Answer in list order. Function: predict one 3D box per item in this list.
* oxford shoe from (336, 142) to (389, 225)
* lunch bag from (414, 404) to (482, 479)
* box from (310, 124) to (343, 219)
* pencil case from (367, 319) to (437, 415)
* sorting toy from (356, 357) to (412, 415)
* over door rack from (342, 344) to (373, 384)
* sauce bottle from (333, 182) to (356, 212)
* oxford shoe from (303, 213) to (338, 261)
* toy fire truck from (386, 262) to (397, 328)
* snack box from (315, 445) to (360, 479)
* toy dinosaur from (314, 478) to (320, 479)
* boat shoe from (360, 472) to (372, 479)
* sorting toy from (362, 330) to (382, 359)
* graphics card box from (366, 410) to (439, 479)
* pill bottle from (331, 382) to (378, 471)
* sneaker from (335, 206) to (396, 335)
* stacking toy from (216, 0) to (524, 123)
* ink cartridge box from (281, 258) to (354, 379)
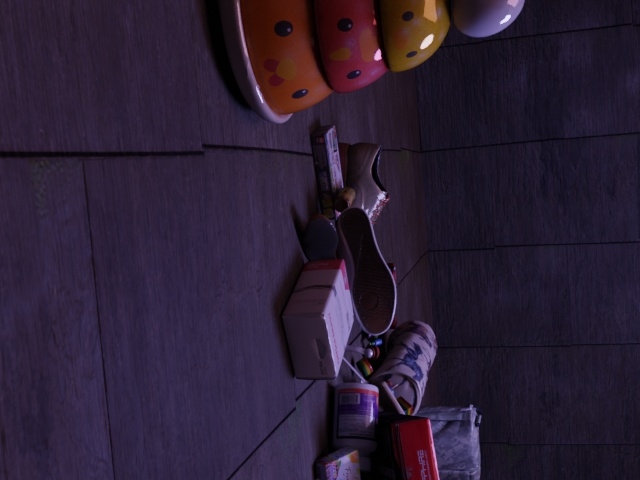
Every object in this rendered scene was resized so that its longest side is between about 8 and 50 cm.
[{"bbox_3d":[0.113,-0.083,1.903,0.123,0.130,0.348,-25,111,-74],"label":"oxford shoe"},{"bbox_3d":[0.369,0.640,2.364,0.213,0.305,0.256,-77,159,-48],"label":"lunch bag"},{"bbox_3d":[0.020,-0.163,1.756,0.114,0.036,0.207,-55,140,-66],"label":"box"},{"bbox_3d":[0.249,0.393,2.232,0.184,0.160,0.410,-58,175,22],"label":"pencil case"},{"bbox_3d":[0.195,0.423,1.915,0.275,0.046,0.132,59,-15,1],"label":"sorting toy"},{"bbox_3d":[0.094,0.200,1.820,0.324,0.108,0.240,67,26,-52],"label":"over door rack"},{"bbox_3d":[0.061,-0.105,1.744,0.128,0.042,0.042,-64,147,-63],"label":"sauce bottle"},{"bbox_3d":[0.000,0.000,1.606,0.212,0.076,0.076,80,1,-56],"label":"oxford shoe"},{"bbox_3d":[0.225,0.182,2.418,0.192,0.047,0.135,-77,158,-49],"label":"toy fire truck"},{"bbox_3d":[0.042,0.534,1.600,0.100,0.037,0.141,-13,101,-42],"label":"snack box"},{"bbox_3d":[0.014,0.580,1.518,0.092,0.053,0.183,-5,81,-36],"label":"toy dinosaur"},{"bbox_3d":[0.081,0.669,1.661,0.324,0.116,0.097,-79,159,-55],"label":"boat shoe"},{"bbox_3d":[0.139,0.292,2.092,0.042,0.061,0.102,-6,85,-41],"label":"sorting toy"},{"bbox_3d":[0.182,0.538,1.769,0.371,0.094,0.233,137,-56,-73],"label":"graphics card box"},{"bbox_3d":[0.081,0.437,1.714,0.108,0.108,0.194,55,35,-63],"label":"pill bottle"},{"bbox_3d":[0.100,0.071,1.676,0.123,0.105,0.290,139,-59,-79],"label":"sneaker"},{"bbox_3d":[0.095,-0.394,1.237,0.350,0.479,0.351,-4,90,-75],"label":"stacking toy"},{"bbox_3d":[0.000,0.159,1.509,0.218,0.092,0.159,-69,152,-60],"label":"ink cartridge box"}]
